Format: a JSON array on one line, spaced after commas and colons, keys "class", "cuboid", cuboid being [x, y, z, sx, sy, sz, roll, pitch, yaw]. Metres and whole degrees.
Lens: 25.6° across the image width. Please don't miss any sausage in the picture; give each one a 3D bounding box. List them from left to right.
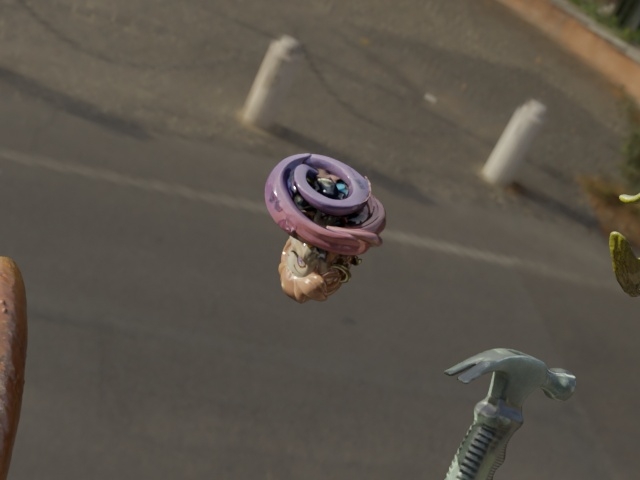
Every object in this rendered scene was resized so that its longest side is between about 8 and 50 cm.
[{"class": "sausage", "cuboid": [-0.289, 0.119, 1.173, 0.076, 0.103, 0.302, 20, 37, -21]}]

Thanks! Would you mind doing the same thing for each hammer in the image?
[{"class": "hammer", "cuboid": [0.178, 0.227, 1.530, 0.159, 0.226, 0.041, 17, 8, -34]}]

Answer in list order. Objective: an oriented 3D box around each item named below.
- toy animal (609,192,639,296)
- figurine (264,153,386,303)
[{"class": "toy animal", "cuboid": [0.267, -0.002, 1.046, 0.219, 0.155, 0.095, -9, 66, -22]}, {"class": "figurine", "cuboid": [0.008, -0.006, 1.389, 0.114, 0.157, 0.126, -25, 46, -17]}]
